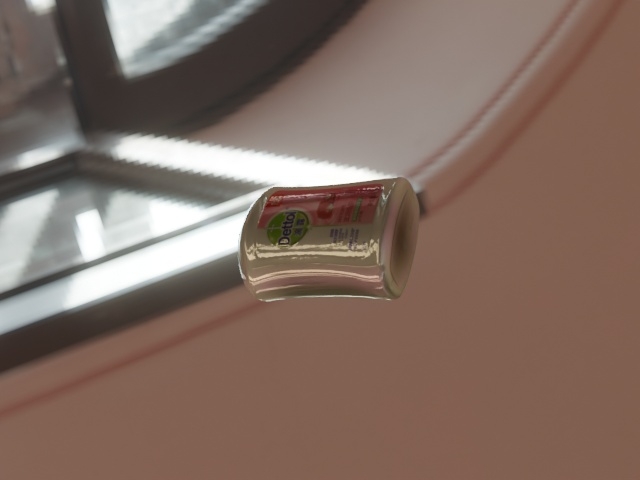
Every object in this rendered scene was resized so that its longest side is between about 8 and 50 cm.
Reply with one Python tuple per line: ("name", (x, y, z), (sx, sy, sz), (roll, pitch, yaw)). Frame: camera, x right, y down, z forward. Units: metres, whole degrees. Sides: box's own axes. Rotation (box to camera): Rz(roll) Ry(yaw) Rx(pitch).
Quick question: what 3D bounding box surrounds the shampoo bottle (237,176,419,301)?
("shampoo bottle", (0.000, 0.000, 1.070), (0.099, 0.072, 0.043), (-2, -38, 23))
